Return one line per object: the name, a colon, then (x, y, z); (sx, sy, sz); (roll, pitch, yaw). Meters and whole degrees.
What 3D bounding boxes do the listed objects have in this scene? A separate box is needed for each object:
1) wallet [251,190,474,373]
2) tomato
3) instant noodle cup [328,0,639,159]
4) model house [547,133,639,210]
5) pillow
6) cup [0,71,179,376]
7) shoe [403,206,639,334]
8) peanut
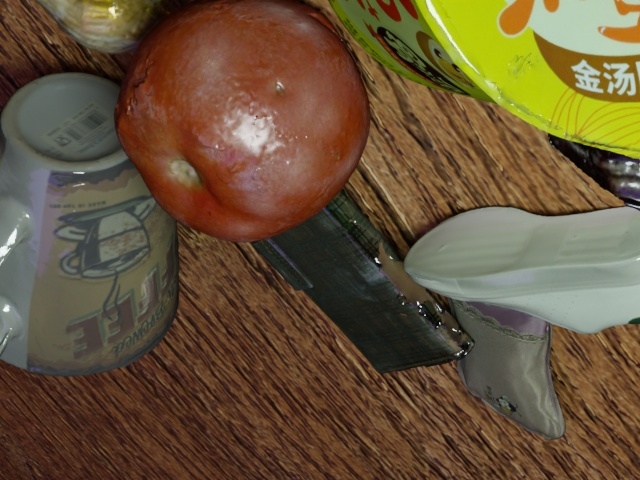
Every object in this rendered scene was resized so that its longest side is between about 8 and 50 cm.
wallet: (0.001, -0.001, 1.723); (0.317, 0.044, 0.169); (47, 153, -13)
tomato: (-0.061, -0.108, 1.510); (0.208, 0.184, 0.208); (29, 146, 22)
instant noodle cup: (0.136, -0.201, 1.087); (0.311, 0.311, 0.221); (45, 168, -16)
model house: (0.272, -0.102, 1.292); (0.203, 0.141, 0.164); (9, 123, 3)
pillow: (0.171, 0.104, 1.721); (0.131, 0.038, 0.232); (27, 150, 28)
cup: (-0.270, -0.008, 1.755); (0.227, 0.301, 0.257); (28, 141, 19)
shoe: (0.196, 0.037, 1.555); (0.265, 0.095, 0.110); (-3, 133, 43)
peanut: (-0.224, -0.232, 1.592); (0.207, 0.087, 0.087); (33, 149, 4)
